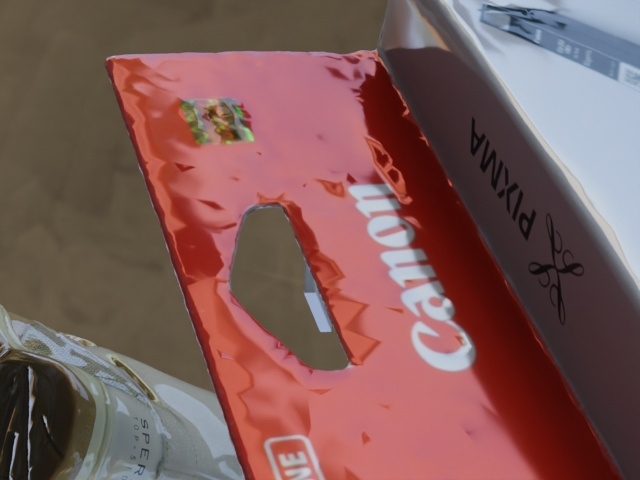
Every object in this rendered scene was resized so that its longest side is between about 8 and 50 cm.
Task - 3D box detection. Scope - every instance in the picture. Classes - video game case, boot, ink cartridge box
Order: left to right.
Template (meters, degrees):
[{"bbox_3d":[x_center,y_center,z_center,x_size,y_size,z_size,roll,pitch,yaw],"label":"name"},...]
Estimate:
[{"bbox_3d":[-0.090,0.091,0.673,0.213,0.165,0.077,14,-96,59],"label":"boot"},{"bbox_3d":[0.000,0.000,1.116,0.011,0.087,0.122,-1,-113,8],"label":"video game case"},{"bbox_3d":[0.071,-0.010,0.488,0.275,0.238,0.060,-115,-150,-44],"label":"ink cartridge box"}]
